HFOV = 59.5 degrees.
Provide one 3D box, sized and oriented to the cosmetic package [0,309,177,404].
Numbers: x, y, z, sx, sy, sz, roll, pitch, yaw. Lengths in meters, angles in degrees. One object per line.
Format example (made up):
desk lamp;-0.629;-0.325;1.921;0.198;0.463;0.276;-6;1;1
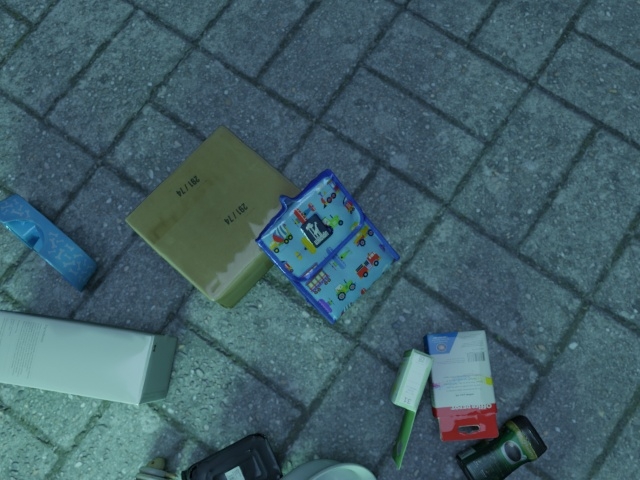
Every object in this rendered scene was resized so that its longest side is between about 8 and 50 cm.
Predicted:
cosmetic package;-0.530;0.256;1.247;0.365;0.197;0.155;9;78;5

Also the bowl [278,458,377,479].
bowl;-0.024;0.575;1.162;0.297;0.134;0.298;-9;105;-35

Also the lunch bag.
lunch bag;0.000;0.000;1.239;0.221;0.138;0.293;-44;122;-8

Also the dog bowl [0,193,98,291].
dog bowl;-0.651;0.001;1.328;0.297;0.166;0.074;38;69;9

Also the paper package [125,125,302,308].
paper package;-0.224;-0.054;1.319;0.309;0.168;0.325;41;82;11

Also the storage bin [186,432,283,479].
storage bin;-0.185;0.508;1.209;0.180;0.084;0.122;-22;77;-24

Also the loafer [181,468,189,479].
loafer;-0.254;0.581;1.242;0.061;0.062;0.170;-26;80;-27

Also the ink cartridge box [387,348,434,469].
ink cartridge box;0.177;0.356;1.214;0.056;0.171;0.235;21;79;7

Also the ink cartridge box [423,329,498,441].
ink cartridge box;0.315;0.324;1.264;0.134;0.078;0.231;-5;78;1

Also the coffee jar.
coffee jar;0.398;0.468;1.230;0.184;0.079;0.096;-31;79;-4

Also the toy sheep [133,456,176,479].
toy sheep;-0.374;0.547;1.234;0.091;0.091;0.132;10;60;4
